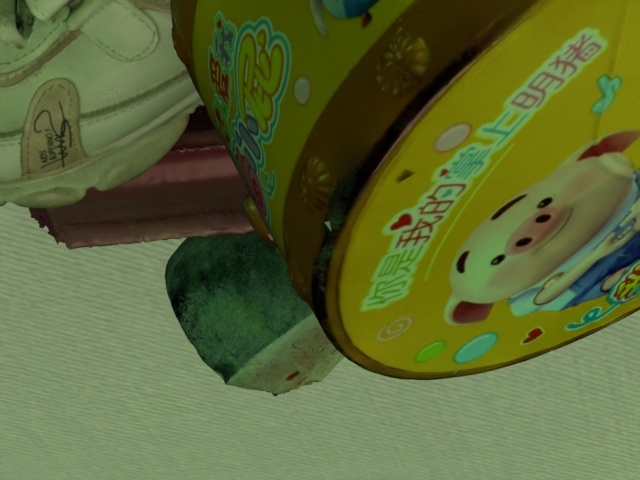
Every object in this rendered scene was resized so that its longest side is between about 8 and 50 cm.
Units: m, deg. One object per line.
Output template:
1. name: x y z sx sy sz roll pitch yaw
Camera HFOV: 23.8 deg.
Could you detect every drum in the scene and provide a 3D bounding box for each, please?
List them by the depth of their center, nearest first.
1. drum: 0.139 -0.126 0.885 0.431 0.214 0.431 -23 150 -14

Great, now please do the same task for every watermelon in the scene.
1. watermelon: -0.005 -0.004 1.297 0.175 0.322 0.188 40 106 1

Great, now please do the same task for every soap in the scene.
1. soap: -0.115 -0.060 1.180 0.250 0.162 0.099 -6 113 7

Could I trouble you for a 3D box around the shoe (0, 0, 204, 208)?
1. shoe: -0.140 -0.164 0.992 0.351 0.172 0.198 -23 153 4
